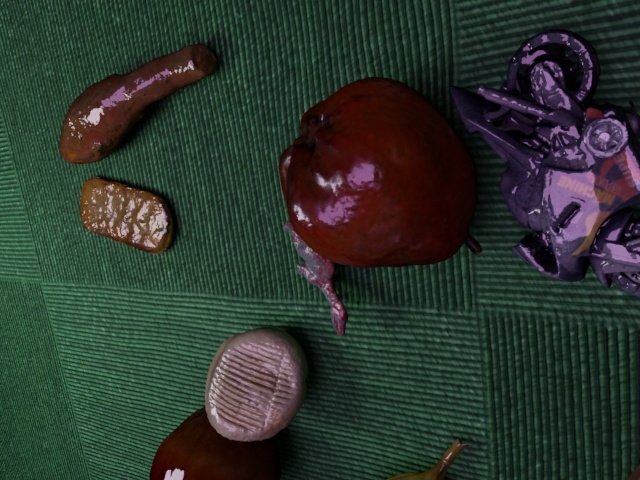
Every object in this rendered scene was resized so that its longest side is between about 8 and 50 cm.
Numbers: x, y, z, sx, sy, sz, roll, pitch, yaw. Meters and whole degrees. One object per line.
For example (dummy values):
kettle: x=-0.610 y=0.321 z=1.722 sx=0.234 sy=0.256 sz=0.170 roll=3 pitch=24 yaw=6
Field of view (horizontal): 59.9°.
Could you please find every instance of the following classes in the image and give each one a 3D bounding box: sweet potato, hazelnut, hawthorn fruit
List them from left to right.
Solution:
sweet potato: x=-0.333 y=-0.228 z=0.927 sx=0.385 sy=0.109 sz=0.109 roll=-24 pitch=91 yaw=34
hazelnut: x=-0.186 y=0.390 z=0.972 sx=0.252 sy=0.217 sz=0.217 roll=-16 pitch=96 yaw=59
hawthorn fruit: x=0.083 y=-0.059 z=0.659 sx=0.261 sy=0.224 sz=0.224 roll=29 pitch=124 yaw=-17

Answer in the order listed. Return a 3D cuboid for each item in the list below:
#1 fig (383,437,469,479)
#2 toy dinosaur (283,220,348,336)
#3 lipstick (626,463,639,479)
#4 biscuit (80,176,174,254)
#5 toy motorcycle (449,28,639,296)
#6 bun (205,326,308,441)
fig: x=0.143 y=0.394 z=0.813 sx=0.159 sy=0.159 sz=0.257 roll=33 pitch=102 yaw=19
toy dinosaur: x=0.000 y=0.000 z=0.784 sx=0.167 sy=0.053 sz=0.242 roll=-126 pitch=30 yaw=-44
lipstick: x=0.386 y=0.327 z=0.679 sx=0.045 sy=0.045 sz=0.145 roll=31 pitch=120 yaw=23
biscuit: x=-0.368 y=-0.049 z=1.047 sx=0.247 sy=0.029 sz=0.118 roll=16 pitch=106 yaw=27
toy motorcycle: x=0.263 y=-0.066 z=0.602 sx=0.173 sy=0.108 sz=0.307 roll=-28 pitch=87 yaw=40
bun: x=-0.102 y=0.231 z=0.899 sx=0.164 sy=0.111 sz=0.188 roll=15 pitch=83 yaw=6
